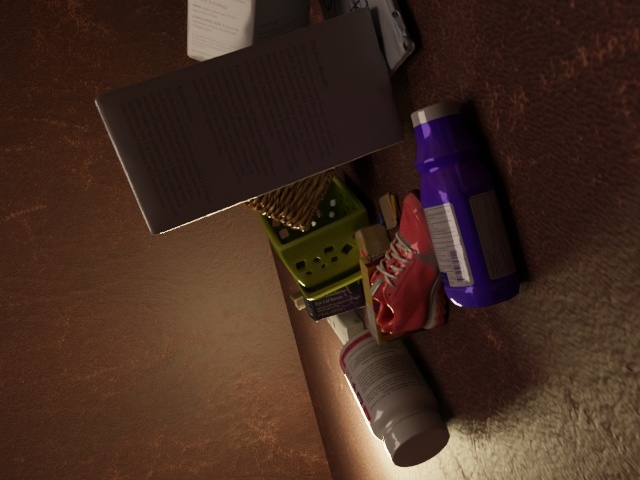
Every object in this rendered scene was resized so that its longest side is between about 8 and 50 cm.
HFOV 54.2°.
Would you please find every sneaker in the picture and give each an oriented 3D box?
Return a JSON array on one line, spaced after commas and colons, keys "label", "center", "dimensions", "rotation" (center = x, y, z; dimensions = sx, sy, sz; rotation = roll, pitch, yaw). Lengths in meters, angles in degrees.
[{"label": "sneaker", "center": [0.153, 0.058, 1.108], "dimensions": [0.116, 0.136, 0.313], "rotation": [-121, 19, -49]}]

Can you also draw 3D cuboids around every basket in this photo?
[{"label": "basket", "center": [-0.088, -0.203, 1.357], "dimensions": [0.299, 0.223, 0.213], "rotation": [-65, 21, 4]}]

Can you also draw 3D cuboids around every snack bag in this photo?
[{"label": "snack bag", "center": [0.067, -0.421, 1.119], "dimensions": [0.342, 0.037, 0.323], "rotation": [141, 112, -78]}]

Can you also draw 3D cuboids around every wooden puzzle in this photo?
[{"label": "wooden puzzle", "center": [0.143, -0.061, 1.304], "dimensions": [0.116, 0.014, 0.078], "rotation": [-174, 73, -77]}]

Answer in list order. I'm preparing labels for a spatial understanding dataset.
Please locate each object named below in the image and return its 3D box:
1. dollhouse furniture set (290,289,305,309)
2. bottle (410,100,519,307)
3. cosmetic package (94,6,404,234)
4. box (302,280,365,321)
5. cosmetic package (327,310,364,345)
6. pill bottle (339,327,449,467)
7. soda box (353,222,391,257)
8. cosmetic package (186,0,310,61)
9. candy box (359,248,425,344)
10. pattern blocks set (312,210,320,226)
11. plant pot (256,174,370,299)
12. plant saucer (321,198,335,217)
[{"label": "dollhouse furniture set", "center": [-0.047, 0.118, 2.004], "dimensions": [0.182, 0.161, 0.101], "rotation": [36, 147, 63]}, {"label": "bottle", "center": [0.195, -0.050, 0.876], "dimensions": [0.118, 0.092, 0.282], "rotation": [170, 84, -78]}, {"label": "cosmetic package", "center": [-0.113, -0.203, 1.052], "dimensions": [0.161, 0.453, 0.230], "rotation": [-146, 36, -70]}, {"label": "box", "center": [0.020, 0.102, 1.748], "dimensions": [0.108, 0.153, 0.207], "rotation": [-166, 60, -76]}, {"label": "cosmetic package", "center": [0.073, 0.252, 1.931], "dimensions": [0.239, 0.060, 0.098], "rotation": [-133, 28, -66]}, {"label": "pill bottle", "center": [0.161, 0.342, 1.388], "dimensions": [0.283, 0.160, 0.160], "rotation": [-119, 17, -46]}, {"label": "soda box", "center": [0.132, 0.055, 1.385], "dimensions": [0.058, 0.061, 0.181], "rotation": [155, 98, -79]}, {"label": "cosmetic package", "center": [-0.117, -0.519, 1.127], "dimensions": [0.156, 0.217, 0.385], "rotation": [21, 125, 19]}, {"label": "candy box", "center": [0.148, 0.111, 1.273], "dimensions": [0.053, 0.109, 0.186], "rotation": [-127, 23, -60]}, {"label": "pattern blocks set", "center": [-0.030, -0.077, 2.056], "dimensions": [0.285, 0.026, 0.324], "rotation": [-125, 22, -57]}, {"label": "plant pot", "center": [0.000, 0.000, 1.531], "dimensions": [0.228, 0.227, 0.207], "rotation": [57, 171, 54]}, {"label": "plant saucer", "center": [0.012, -0.134, 1.759], "dimensions": [0.195, 0.037, 0.194], "rotation": [164, 90, -78]}]
